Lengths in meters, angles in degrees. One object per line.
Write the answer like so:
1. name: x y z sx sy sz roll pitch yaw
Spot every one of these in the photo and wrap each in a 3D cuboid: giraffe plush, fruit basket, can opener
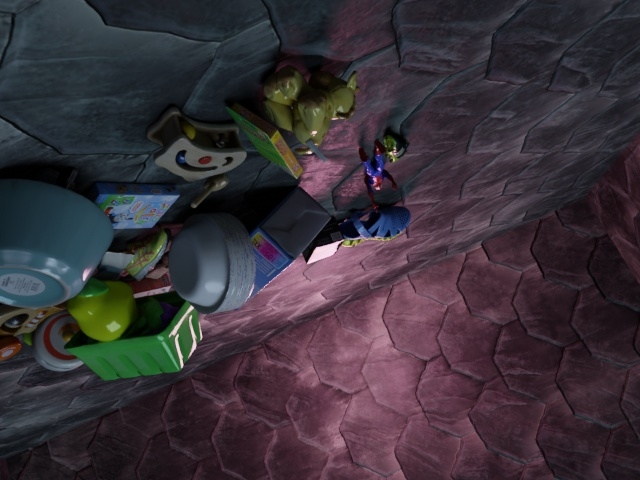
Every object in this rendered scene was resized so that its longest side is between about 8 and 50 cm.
1. giraffe plush: 0.001 -0.297 1.256 0.170 0.210 0.181 -44 -163 -25
2. fruit basket: -0.577 0.221 1.727 0.392 0.392 0.283 -34 -165 29
3. can opener: -0.608 -0.069 1.293 0.095 0.075 0.283 27 135 -26

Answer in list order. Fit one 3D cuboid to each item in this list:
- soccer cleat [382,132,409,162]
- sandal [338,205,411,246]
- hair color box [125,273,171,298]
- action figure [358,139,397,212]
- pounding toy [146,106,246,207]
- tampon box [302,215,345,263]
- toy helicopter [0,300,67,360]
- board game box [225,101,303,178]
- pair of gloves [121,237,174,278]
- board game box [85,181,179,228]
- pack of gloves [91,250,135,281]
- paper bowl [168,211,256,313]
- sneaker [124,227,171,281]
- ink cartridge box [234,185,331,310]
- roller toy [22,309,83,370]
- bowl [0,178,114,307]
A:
1. soccer cleat: 0.226 -0.284 1.735 0.072 0.060 0.179 -34 168 1
2. sandal: 0.211 -0.067 2.223 0.318 0.126 0.138 -18 157 -23
3. hair color box: -0.596 0.168 1.968 0.167 0.053 0.093 -10 156 -33
4. action figure: 0.183 -0.188 1.824 0.092 0.139 0.280 -24 165 2
5. pounding toy: -0.244 -0.172 1.283 0.154 0.154 0.269 -24 163 14
6. tampon box: 0.000 0.000 2.165 0.121 0.101 0.161 -16 161 -21
7. toy helicopter: -0.806 0.188 1.703 0.355 0.140 0.235 -21 156 -46
8. board game box: -0.123 -0.227 1.339 0.039 0.124 0.259 -53 162 -2
9. pair of gloves: -0.495 0.065 1.825 0.204 0.042 0.240 -28 163 10
10. board game box: -0.475 -0.082 1.436 0.212 0.039 0.160 -5 154 -47
11. pack of gloves: -0.648 0.061 1.637 0.195 0.046 0.232 10 147 -32
12. paper bowl: -0.321 0.064 1.647 0.148 0.284 0.284 -6 155 -43
13. sneaker: -0.498 0.030 1.655 0.094 0.081 0.208 35 118 -20
14. ink cartridge box: -0.181 0.041 1.815 0.395 0.151 0.270 -42 -175 40
15. roller toy: -0.801 0.310 1.856 0.209 0.191 0.146 -28 180 -36
16. bowl: -0.602 0.030 1.223 0.312 0.163 0.311 -4 147 -3
